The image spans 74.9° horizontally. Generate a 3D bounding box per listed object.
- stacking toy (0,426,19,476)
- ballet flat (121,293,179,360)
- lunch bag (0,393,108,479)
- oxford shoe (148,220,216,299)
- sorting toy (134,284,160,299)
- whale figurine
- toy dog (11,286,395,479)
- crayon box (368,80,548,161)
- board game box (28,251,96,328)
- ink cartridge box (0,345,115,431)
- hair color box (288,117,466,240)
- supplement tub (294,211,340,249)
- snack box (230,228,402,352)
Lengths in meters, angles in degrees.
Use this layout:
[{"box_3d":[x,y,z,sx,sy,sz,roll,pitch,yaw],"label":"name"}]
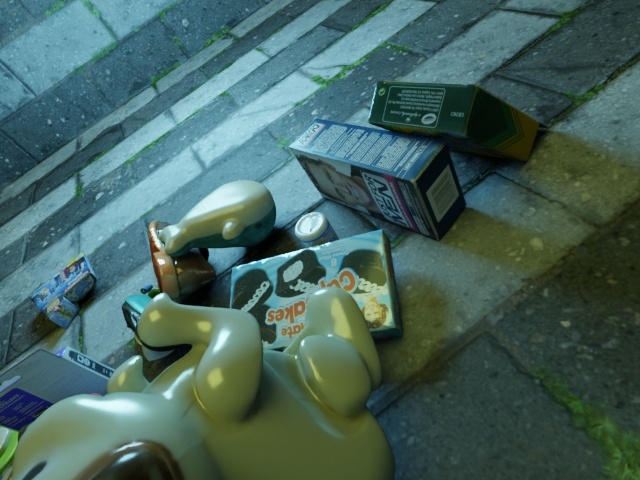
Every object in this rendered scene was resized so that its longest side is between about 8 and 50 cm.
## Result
[{"box_3d":[-0.800,0.463,0.902,0.309,0.130,0.279,26,69,44],"label":"stacking toy"},{"box_3d":[-0.357,0.197,0.908,0.280,0.095,0.096,16,105,51],"label":"ballet flat"},{"box_3d":[-0.422,0.421,0.724,0.303,0.115,0.243,-34,40,1],"label":"lunch bag"},{"box_3d":[-0.355,0.038,1.058,0.133,0.130,0.364,-10,28,-24],"label":"oxford shoe"},{"box_3d":[-0.419,0.139,1.033,0.102,0.061,0.042,-15,11,10],"label":"sorting toy"},{"box_3d":[-0.229,-0.030,0.976,0.272,0.141,0.216,-30,37,-18],"label":"whale figurine"},{"box_3d":[-0.121,0.255,0.459,0.284,0.408,0.395,-40,62,30],"label":"toy dog"},{"box_3d":[0.275,-0.222,0.808,0.203,0.323,0.083,24,107,43],"label":"crayon box"},{"box_3d":[-0.723,0.153,1.194,0.194,0.060,0.194,-44,44,-11],"label":"board game box"},{"box_3d":[-0.559,0.303,0.843,0.206,0.208,0.045,-34,45,-1],"label":"ink cartridge box"},{"box_3d":[0.107,-0.137,0.864,0.347,0.174,0.105,27,71,44],"label":"hair color box"},{"box_3d":[0.000,0.000,0.853,0.071,0.107,0.071,-18,45,18],"label":"supplement tub"},{"box_3d":[-0.020,0.108,0.776,0.322,0.060,0.187,-15,58,19],"label":"snack box"}]
